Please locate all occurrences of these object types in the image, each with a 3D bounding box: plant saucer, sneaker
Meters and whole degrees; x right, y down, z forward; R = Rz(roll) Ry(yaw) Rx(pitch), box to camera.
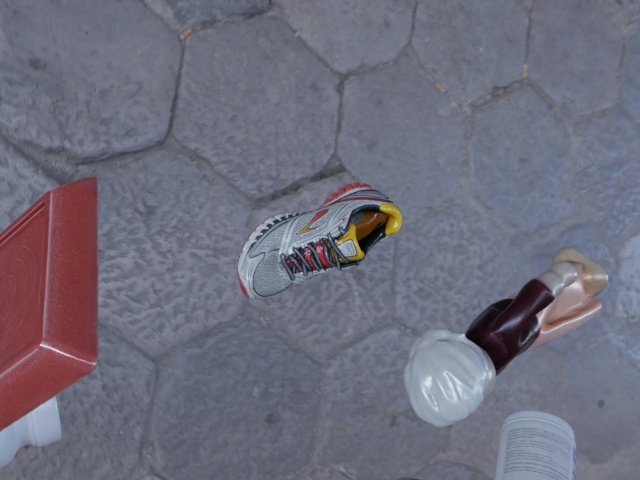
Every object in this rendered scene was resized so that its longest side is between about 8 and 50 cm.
[{"bbox_3d":[-0.353,0.077,0.709,0.048,0.259,0.258,31,35,-46],"label":"plant saucer"},{"bbox_3d":[0.000,0.000,0.753,0.225,0.093,0.088,-32,120,-17],"label":"sneaker"}]

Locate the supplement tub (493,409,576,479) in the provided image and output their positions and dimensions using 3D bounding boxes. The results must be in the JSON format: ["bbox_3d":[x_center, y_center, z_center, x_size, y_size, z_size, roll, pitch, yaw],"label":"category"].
[{"bbox_3d":[0.194,0.218,0.563,0.071,0.071,0.107,47,41,-17],"label":"supplement tub"}]

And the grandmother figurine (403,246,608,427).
[{"bbox_3d":[0.216,0.102,0.702,0.342,0.104,0.207,-23,143,-43],"label":"grandmother figurine"}]

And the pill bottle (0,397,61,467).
[{"bbox_3d":[-0.519,0.256,0.857,0.279,0.162,0.162,-11,94,-30],"label":"pill bottle"}]

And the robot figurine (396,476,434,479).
[{"bbox_3d":[0.176,0.488,1.184,0.101,0.115,0.067,-18,79,-17],"label":"robot figurine"}]
